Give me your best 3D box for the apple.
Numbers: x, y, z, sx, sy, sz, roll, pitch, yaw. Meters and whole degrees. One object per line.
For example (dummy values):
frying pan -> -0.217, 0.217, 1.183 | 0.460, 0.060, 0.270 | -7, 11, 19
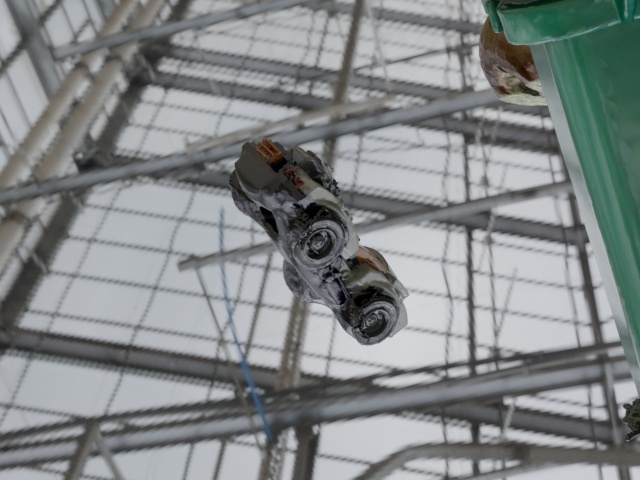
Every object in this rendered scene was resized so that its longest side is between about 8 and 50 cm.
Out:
apple -> 0.273, -0.228, 1.312 | 0.173, 0.160, 0.195 | -17, 176, -8

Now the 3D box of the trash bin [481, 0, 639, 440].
trash bin -> 0.258, -0.044, 0.660 | 0.259, 0.381, 0.295 | -16, -164, 10

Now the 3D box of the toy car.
toy car -> 0.001, -0.002, 1.363 | 0.118, 0.301, 0.193 | -37, -142, -7
